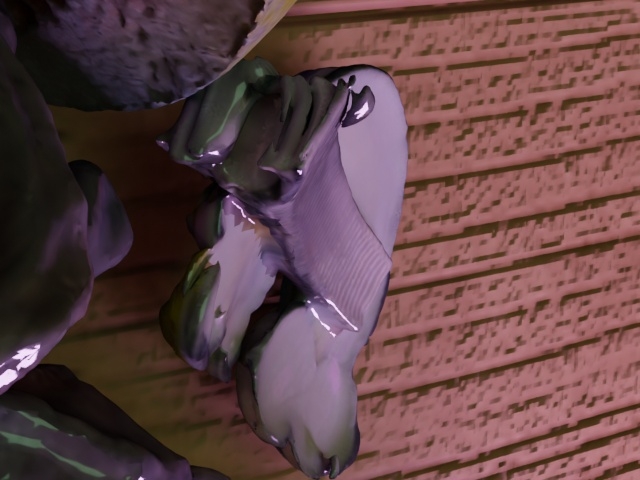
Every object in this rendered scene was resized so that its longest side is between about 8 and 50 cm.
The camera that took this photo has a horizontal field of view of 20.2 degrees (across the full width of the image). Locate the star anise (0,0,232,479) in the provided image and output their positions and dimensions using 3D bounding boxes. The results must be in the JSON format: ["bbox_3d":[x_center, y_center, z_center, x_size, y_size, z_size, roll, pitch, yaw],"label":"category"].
[{"bbox_3d":[-0.155,0.019,0.402,0.359,0.139,0.316,23,82,-29],"label":"star anise"}]

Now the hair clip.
[{"bbox_3d":[0.000,0.000,0.544,0.116,0.049,0.172,-62,158,-16],"label":"hair clip"}]

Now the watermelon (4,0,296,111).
[{"bbox_3d":[-0.057,-0.183,0.428,0.201,0.213,0.262,21,80,-22],"label":"watermelon"}]
